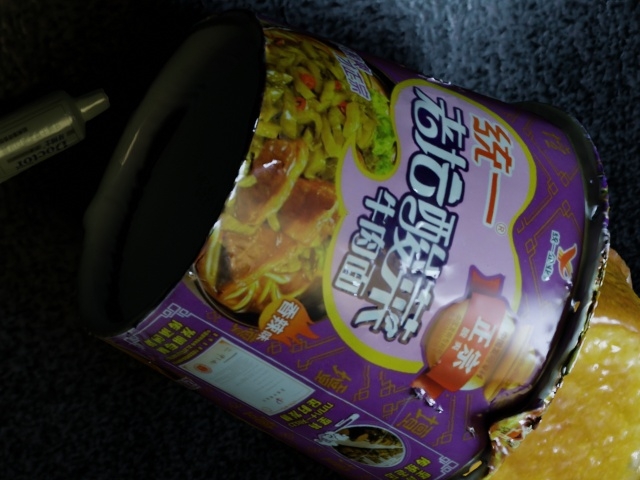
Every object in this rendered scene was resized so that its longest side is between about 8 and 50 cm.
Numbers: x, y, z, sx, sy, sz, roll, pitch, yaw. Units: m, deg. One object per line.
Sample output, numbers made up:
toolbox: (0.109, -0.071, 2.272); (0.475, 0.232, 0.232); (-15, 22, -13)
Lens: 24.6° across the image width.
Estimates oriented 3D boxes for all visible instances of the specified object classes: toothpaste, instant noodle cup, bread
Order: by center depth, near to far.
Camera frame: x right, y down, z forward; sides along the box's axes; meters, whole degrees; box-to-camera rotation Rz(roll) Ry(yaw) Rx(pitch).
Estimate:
instant noodle cup: (0.000, 0.000, 1.050); (0.266, 0.340, 0.340); (25, 104, -28)
toothpaste: (-0.251, -0.054, 1.053); (0.218, 0.041, 0.064); (-28, 133, -6)
bread: (0.173, 0.131, 1.299); (0.312, 0.172, 0.312); (-12, 123, -19)
